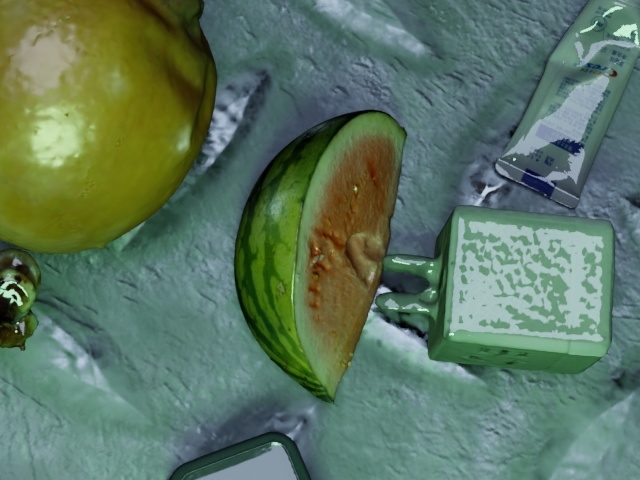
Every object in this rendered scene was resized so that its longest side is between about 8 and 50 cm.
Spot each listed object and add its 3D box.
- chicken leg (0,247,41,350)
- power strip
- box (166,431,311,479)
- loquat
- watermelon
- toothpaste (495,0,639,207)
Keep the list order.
[{"bbox_3d":[-0.451,0.102,1.791,0.361,0.211,0.140,5,44,-2],"label":"chicken leg"},{"bbox_3d":[0.169,0.048,1.876,0.224,0.140,0.139,6,78,-4],"label":"power strip"},{"bbox_3d":[-0.060,0.293,1.825,0.144,0.090,0.201,-18,78,-9],"label":"box"},{"bbox_3d":[-0.253,-0.150,1.798,0.328,0.328,0.328,1,77,-4],"label":"loquat"},{"bbox_3d":[-0.026,-0.004,1.908,0.128,0.159,0.303,3,71,36],"label":"watermelon"},{"bbox_3d":[0.279,-0.171,1.986,0.096,0.061,0.266,25,83,0],"label":"toothpaste"}]
